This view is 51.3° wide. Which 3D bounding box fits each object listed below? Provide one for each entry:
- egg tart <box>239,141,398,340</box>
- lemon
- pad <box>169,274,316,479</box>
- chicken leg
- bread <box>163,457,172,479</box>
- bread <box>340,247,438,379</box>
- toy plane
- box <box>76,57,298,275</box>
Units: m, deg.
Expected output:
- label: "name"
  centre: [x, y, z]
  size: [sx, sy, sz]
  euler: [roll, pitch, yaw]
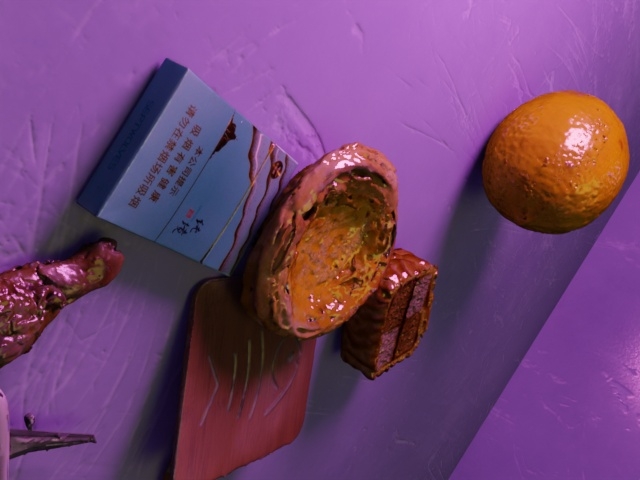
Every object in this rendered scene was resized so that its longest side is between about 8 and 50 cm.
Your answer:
- label: "egg tart"
  centre: [0.000, 0.000, 0.890]
  size: [0.290, 0.107, 0.291]
  euler: [-31, 137, -33]
- label: "lemon"
  centre: [0.451, -0.152, 1.276]
  size: [0.310, 0.258, 0.258]
  euler: [-44, 147, -19]
- label: "pad"
  centre: [-0.091, 0.183, 0.933]
  size: [0.284, 0.018, 0.287]
  euler: [-4, 106, -55]
- label: "chicken leg"
  centre: [-0.258, 0.053, 0.596]
  size: [0.198, 0.069, 0.085]
  euler: [-37, 120, -44]
- label: "bread"
  centre: [-0.188, 0.334, 0.940]
  size: [0.066, 0.060, 0.110]
  euler: [-6, 125, -39]
- label: "bread"
  centre: [0.120, 0.123, 1.178]
  size: [0.181, 0.096, 0.222]
  euler: [-25, 134, -44]
- label: "toy plane"
  centre: [-0.318, 0.219, 0.647]
  size: [0.226, 0.058, 0.226]
  euler: [-19, 128, -43]
- label: "box"
  centre: [-0.124, -0.063, 0.704]
  size: [0.162, 0.041, 0.229]
  euler: [-58, 150, -2]
